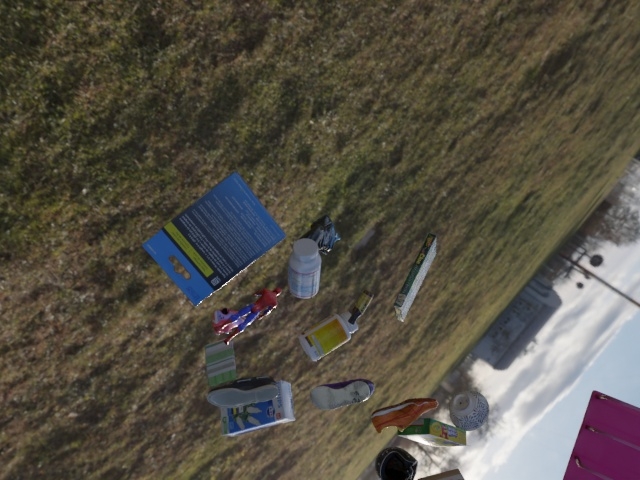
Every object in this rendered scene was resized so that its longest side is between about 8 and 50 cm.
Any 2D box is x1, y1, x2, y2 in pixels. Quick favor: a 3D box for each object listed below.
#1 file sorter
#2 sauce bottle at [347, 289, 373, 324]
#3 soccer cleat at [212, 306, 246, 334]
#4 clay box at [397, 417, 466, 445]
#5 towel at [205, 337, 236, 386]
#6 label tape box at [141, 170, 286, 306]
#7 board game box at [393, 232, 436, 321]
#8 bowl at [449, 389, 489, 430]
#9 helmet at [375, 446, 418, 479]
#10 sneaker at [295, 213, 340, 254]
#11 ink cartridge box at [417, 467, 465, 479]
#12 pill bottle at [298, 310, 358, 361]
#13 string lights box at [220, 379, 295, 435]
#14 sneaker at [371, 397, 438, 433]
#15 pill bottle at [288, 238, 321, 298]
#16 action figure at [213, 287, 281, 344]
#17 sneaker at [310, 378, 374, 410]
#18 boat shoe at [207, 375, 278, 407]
[{"bbox_3d":[0.582,0.459,0.945,0.291,0.202,0.182,-67,153,-7],"label":"file sorter"},{"bbox_3d":[0.138,0.234,1.764,0.128,0.042,0.042,-61,160,6],"label":"sauce bottle"},{"bbox_3d":[-0.346,0.292,1.927,0.248,0.082,0.095,-11,93,-79],"label":"soccer cleat"},{"bbox_3d":[0.361,0.609,1.590,0.127,0.222,0.053,-23,-130,42],"label":"clay box"},{"bbox_3d":[-0.356,0.433,1.805,0.113,0.152,0.023,-20,151,12],"label":"towel"},{"bbox_3d":[-0.305,-0.010,1.475,0.333,0.241,0.106,-37,-165,-1],"label":"label tape box"},{"bbox_3d":[0.298,0.116,1.574,0.260,0.030,0.136,-60,155,-18],"label":"board game box"},{"bbox_3d":[0.579,0.665,2.020,0.170,0.170,0.080,-49,124,-9],"label":"bowl"},{"bbox_3d":[0.311,0.943,2.105,0.169,0.161,0.170,-37,134,-51],"label":"helmet"},{"bbox_3d":[0.000,0.000,2.178,0.125,0.140,0.341,-32,-171,32],"label":"sneaker"},{"bbox_3d":[0.517,1.048,2.012,0.193,0.235,0.088,-9,116,-12],"label":"ink cartridge box"},{"bbox_3d":[0.032,0.356,1.914,0.214,0.117,0.117,-29,156,-13],"label":"pill bottle"},{"bbox_3d":[-0.224,0.594,1.780,0.259,0.134,0.076,-22,149,18],"label":"string lights box"},{"bbox_3d":[0.219,0.446,1.290,0.175,0.068,0.064,-20,169,6],"label":"sneaker"},{"bbox_3d":[-0.042,0.074,1.339,0.087,0.087,0.160,-38,148,-35],"label":"pill bottle"},{"bbox_3d":[-0.259,0.263,1.838,0.280,0.091,0.139,-37,180,-25],"label":"action figure"},{"bbox_3d":[0.103,0.652,2.159,0.293,0.102,0.146,-15,171,27],"label":"sneaker"},{"bbox_3d":[-0.229,0.439,1.485,0.205,0.065,0.075,-3,120,-12],"label":"boat shoe"}]
